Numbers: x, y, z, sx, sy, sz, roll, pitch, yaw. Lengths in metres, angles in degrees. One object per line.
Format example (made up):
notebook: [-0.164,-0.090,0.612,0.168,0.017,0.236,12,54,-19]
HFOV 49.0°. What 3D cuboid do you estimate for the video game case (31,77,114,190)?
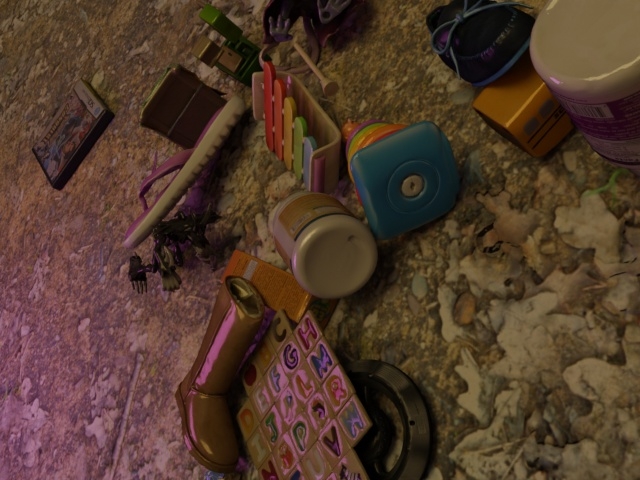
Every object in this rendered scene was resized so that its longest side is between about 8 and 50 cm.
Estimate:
video game case: [-0.733,-0.316,2.061,0.275,0.035,0.248,-52,47,8]

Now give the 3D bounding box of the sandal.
sandal: [-0.315,-0.162,1.535,0.416,0.102,0.169,-55,7,-17]

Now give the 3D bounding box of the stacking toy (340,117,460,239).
stacking toy: [0.102,-0.148,1.232,0.165,0.175,0.302,-25,31,-6]

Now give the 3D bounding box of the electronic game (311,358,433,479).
electronic game: [0.071,0.300,1.091,0.229,0.048,0.229,-11,71,36]

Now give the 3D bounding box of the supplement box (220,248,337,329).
supplement box: [-0.081,0.091,1.298,0.233,0.078,0.080,19,82,44]

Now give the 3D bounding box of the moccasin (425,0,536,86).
moccasin: [0.228,-0.321,1.110,0.138,0.117,0.342,-49,13,4]

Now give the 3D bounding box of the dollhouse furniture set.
dollhouse furniture set: [-0.291,-0.372,1.611,0.301,0.197,0.151,-53,48,5]

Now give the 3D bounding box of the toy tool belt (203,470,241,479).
toy tool belt: [-0.185,0.424,1.241,0.083,0.051,0.052,-13,62,35]

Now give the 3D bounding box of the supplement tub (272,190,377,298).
supplement tub: [0.000,0.000,1.201,0.144,0.144,0.200,-53,26,6]

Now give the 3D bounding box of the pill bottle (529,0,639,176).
pill bottle: [0.397,-0.192,0.883,0.169,0.301,0.169,-17,60,33]

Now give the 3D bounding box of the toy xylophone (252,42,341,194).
toy xylophone: [-0.044,-0.237,1.353,0.081,0.236,0.323,-16,38,-19]

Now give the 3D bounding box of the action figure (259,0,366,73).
action figure: [-0.004,-0.568,1.527,0.276,0.248,0.370,104,169,-47]

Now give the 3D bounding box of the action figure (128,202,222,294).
action figure: [-0.287,0.024,1.440,0.275,0.164,0.141,-32,84,48]

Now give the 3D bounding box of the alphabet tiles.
alphabet tiles: [-0.040,0.294,1.148,0.285,0.011,0.342,-57,45,29]

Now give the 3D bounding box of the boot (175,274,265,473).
boot: [-0.167,0.234,1.241,0.236,0.089,0.269,49,120,43]

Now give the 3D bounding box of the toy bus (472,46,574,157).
toy bus: [0.389,-0.287,1.054,0.333,0.130,0.108,-50,47,9]
